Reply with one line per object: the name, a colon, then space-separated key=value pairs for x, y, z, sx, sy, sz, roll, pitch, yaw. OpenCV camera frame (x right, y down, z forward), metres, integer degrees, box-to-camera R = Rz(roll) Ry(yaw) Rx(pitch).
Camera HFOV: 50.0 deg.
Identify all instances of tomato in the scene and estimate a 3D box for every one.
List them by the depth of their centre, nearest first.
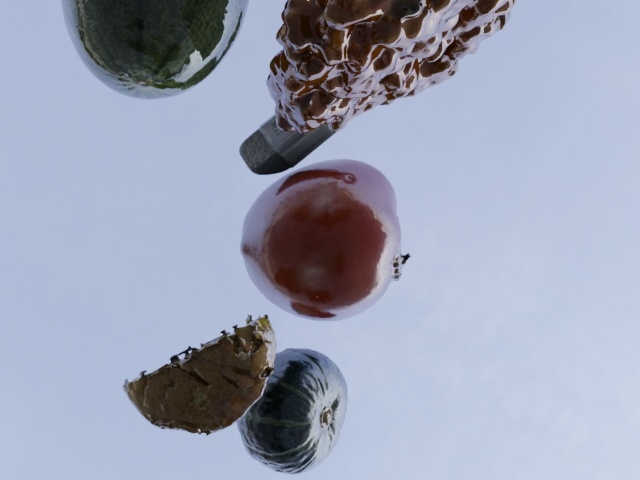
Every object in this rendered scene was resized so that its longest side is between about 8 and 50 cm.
tomato: x=0.000 y=0.000 z=1.297 sx=0.321 sy=0.321 sz=0.322 roll=1 pitch=-74 yaw=3

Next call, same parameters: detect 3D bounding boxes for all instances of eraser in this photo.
eraser: x=0.009 y=-0.240 z=1.233 sx=0.352 sy=0.061 sz=0.089 roll=-38 pitch=-122 yaw=5

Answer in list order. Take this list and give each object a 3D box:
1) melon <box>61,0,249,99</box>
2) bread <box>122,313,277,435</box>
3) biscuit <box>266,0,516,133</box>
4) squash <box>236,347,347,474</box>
melon: x=-0.209 y=-0.331 z=0.889 sx=0.237 sy=0.237 sz=0.302 roll=5 pitch=-107 yaw=2
bread: x=-0.178 y=0.233 z=1.126 sx=0.260 sy=0.160 sz=0.147 roll=-28 pitch=-95 yaw=4
biscuit: x=0.091 y=-0.247 z=0.804 sx=0.312 sy=0.318 sz=0.110 roll=-26 pitch=-96 yaw=-12
squash: x=-0.052 y=0.344 z=1.395 sx=0.165 sy=0.252 sz=0.252 roll=6 pitch=-71 yaw=35
